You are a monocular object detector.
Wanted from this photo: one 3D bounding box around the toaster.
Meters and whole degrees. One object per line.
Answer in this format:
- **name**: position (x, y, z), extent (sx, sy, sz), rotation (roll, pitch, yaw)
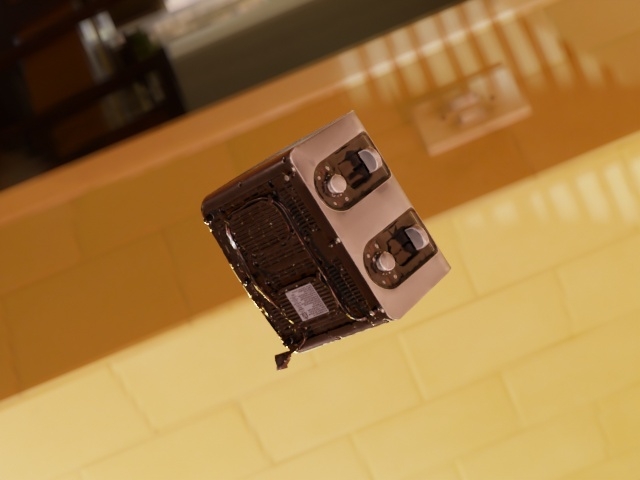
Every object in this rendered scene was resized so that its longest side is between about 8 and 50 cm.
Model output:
- **toaster**: position (0.000, 0.000, 1.318), extent (0.185, 0.110, 0.168), rotation (-25, -82, 52)
